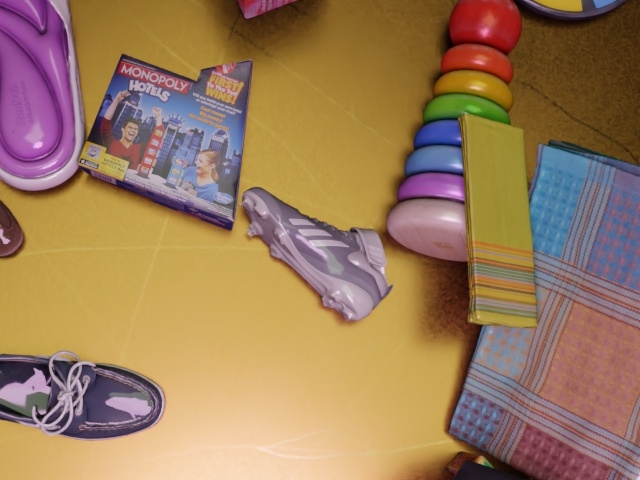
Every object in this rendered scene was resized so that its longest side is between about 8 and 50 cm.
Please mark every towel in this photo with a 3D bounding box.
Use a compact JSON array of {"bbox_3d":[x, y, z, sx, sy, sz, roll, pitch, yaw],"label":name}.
[{"bbox_3d":[0.292,0.090,1.325,0.040,0.271,0.370,13,97,-42],"label":"towel"},{"bbox_3d":[0.198,-0.020,1.349,0.102,0.021,0.237,11,71,-39],"label":"towel"}]

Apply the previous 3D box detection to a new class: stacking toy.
[{"bbox_3d":[0.179,-0.148,1.454,0.141,0.141,0.330,15,73,-4],"label":"stacking toy"}]

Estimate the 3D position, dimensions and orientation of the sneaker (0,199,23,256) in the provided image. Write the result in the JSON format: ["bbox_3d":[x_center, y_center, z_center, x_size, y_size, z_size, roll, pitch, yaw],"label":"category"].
[{"bbox_3d":[-0.423,-0.055,1.389,0.188,0.071,0.066,43,79,2],"label":"sneaker"}]

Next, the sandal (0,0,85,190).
[{"bbox_3d":[-0.369,-0.266,1.414,0.169,0.102,0.416,-21,83,-9],"label":"sandal"}]

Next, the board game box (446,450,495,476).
[{"bbox_3d":[0.249,0.346,1.370,0.039,0.124,0.259,-44,87,-8],"label":"board game box"}]

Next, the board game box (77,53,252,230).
[{"bbox_3d":[-0.161,-0.138,1.438,0.194,0.060,0.194,21,78,-2],"label":"board game box"}]

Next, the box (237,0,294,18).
[{"bbox_3d":[-0.053,-0.369,1.388,0.122,0.257,0.128,-21,83,-7],"label":"box"}]

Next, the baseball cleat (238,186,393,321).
[{"bbox_3d":[0.000,0.000,1.438,0.109,0.072,0.206,-42,92,-25],"label":"baseball cleat"}]

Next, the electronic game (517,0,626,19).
[{"bbox_3d":[0.315,-0.391,1.539,0.229,0.048,0.229,1,80,-6],"label":"electronic game"}]

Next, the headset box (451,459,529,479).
[{"bbox_3d":[0.226,0.392,1.250,0.246,0.131,0.283,17,115,21],"label":"headset box"}]

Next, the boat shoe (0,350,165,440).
[{"bbox_3d":[-0.302,0.170,1.361,0.254,0.079,0.095,13,79,-4],"label":"boat shoe"}]
